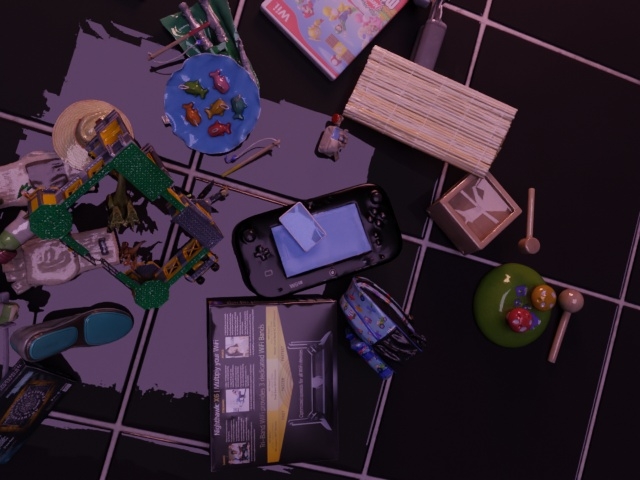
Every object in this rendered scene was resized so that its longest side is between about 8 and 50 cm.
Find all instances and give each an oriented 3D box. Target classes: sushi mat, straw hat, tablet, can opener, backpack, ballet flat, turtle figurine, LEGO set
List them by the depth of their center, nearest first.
[{"bbox_3d":[-0.583,0.057,0.966,0.197,0.275,0.266,24,70,30],"label":"turtle figurine"},{"bbox_3d":[-0.332,-0.059,1.016,0.255,0.192,0.331,-48,130,5],"label":"LEGO set"},{"bbox_3d":[-0.433,0.155,1.029,0.213,0.068,0.072,-10,112,-55],"label":"ballet flat"},{"bbox_3d":[-0.401,-0.197,1.047,0.144,0.061,0.145,6,75,-23],"label":"straw hat"},{"bbox_3d":[-0.033,-0.026,1.113,0.054,0.006,0.083,-40,95,-12],"label":"tablet"},{"bbox_3d":[0.102,0.158,1.131,0.117,0.158,0.173,-44,101,7],"label":"backpack"},{"bbox_3d":[0.216,-0.251,1.155,0.316,0.019,0.151,24,92,-2],"label":"sushi mat"},{"bbox_3d":[0.202,-0.426,1.198,0.095,0.076,0.284,18,88,-9],"label":"can opener"}]

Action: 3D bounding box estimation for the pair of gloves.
[{"bbox_3d":[-0.492,-0.039,1.057,0.204,0.042,0.240,-20,96,-15],"label":"pair of gloves"}]

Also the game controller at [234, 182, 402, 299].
[{"bbox_3d":[0.000,0.000,1.144,0.319,0.067,0.167,-18,75,-12],"label":"game controller"}]

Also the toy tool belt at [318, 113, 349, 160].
[{"bbox_3d":[0.032,-0.205,1.177,0.051,0.052,0.083,24,87,-43],"label":"toy tool belt"}]

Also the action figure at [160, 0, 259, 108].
[{"bbox_3d":[-0.185,-0.347,1.118,0.137,0.063,0.232,-30,97,-9],"label":"action figure"}]

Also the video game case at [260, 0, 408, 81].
[{"bbox_3d":[0.046,-0.493,1.188,0.204,0.025,0.285,43,82,-10],"label":"video game case"}]

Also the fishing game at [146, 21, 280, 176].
[{"bbox_3d":[-0.206,-0.252,1.091,0.189,0.041,0.264,-24,105,11],"label":"fishing game"}]

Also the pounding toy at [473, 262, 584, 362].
[{"bbox_3d":[0.450,0.151,1.235,0.236,0.110,0.183,22,85,-11],"label":"pounding toy"}]

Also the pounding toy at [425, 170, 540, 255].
[{"bbox_3d":[0.357,-0.046,1.216,0.181,0.094,0.206,-40,89,-15],"label":"pounding toy"}]

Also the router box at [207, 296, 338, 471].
[{"bbox_3d":[-0.092,0.267,1.126,0.242,0.081,0.309,0,90,-13],"label":"router box"}]

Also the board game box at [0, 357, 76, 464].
[{"bbox_3d":[-0.530,0.297,1.013,0.026,0.126,0.186,34,79,31],"label":"board game box"}]
